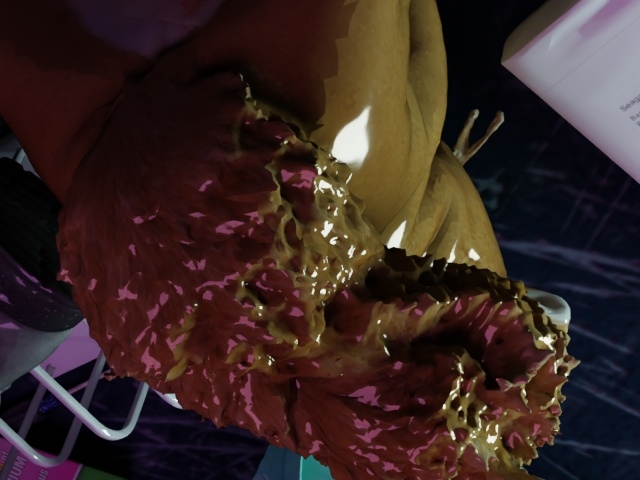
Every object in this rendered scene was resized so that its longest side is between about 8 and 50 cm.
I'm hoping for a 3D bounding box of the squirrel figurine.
[{"bbox_3d":[0.000,0.000,0.974,0.281,0.397,0.370,-20,135,15],"label":"squirrel figurine"}]

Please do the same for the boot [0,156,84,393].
[{"bbox_3d":[-0.310,-0.009,1.033,0.338,0.118,0.223,48,119,5],"label":"boot"}]

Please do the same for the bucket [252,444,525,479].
[{"bbox_3d":[0.022,0.252,1.243,0.183,0.281,0.281,23,130,4],"label":"bucket"}]

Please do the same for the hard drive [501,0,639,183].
[{"bbox_3d":[0.323,-0.079,1.048,0.353,0.047,0.233,38,126,-17],"label":"hard drive"}]

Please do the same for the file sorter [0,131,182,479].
[{"bbox_3d":[-0.176,0.036,1.173,0.277,0.173,0.193,-26,119,28],"label":"file sorter"}]

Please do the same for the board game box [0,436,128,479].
[{"bbox_3d":[-0.345,0.262,1.350,0.316,0.242,0.064,18,164,-2],"label":"board game box"}]

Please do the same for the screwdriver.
[{"bbox_3d":[-0.206,0.122,1.347,0.170,0.024,0.025,-30,145,29],"label":"screwdriver"}]
